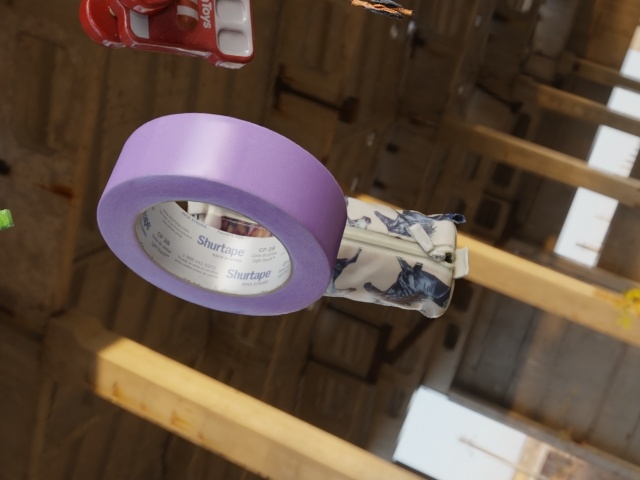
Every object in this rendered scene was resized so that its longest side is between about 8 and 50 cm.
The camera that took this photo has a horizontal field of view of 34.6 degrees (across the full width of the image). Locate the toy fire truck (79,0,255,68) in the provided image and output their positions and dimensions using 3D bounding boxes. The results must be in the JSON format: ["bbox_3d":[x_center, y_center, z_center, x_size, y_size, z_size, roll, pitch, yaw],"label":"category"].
[{"bbox_3d":[-0.224,-0.420,1.577,0.254,0.169,0.302,3,-105,-32],"label":"toy fire truck"}]

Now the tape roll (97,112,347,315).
[{"bbox_3d":[-0.111,-0.022,1.183,0.274,0.275,0.090,84,-162,-56],"label":"tape roll"}]

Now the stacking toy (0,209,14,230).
[{"bbox_3d":[-0.380,-0.088,0.948,0.221,0.052,0.166,-2,-105,-60],"label":"stacking toy"}]

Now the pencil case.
[{"bbox_3d":[0.000,0.000,1.463,0.183,0.410,0.159,128,150,-62],"label":"pencil case"}]

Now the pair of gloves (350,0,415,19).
[{"bbox_3d":[0.085,-0.317,1.389,0.083,0.074,0.010,-39,-32,-61],"label":"pair of gloves"}]
